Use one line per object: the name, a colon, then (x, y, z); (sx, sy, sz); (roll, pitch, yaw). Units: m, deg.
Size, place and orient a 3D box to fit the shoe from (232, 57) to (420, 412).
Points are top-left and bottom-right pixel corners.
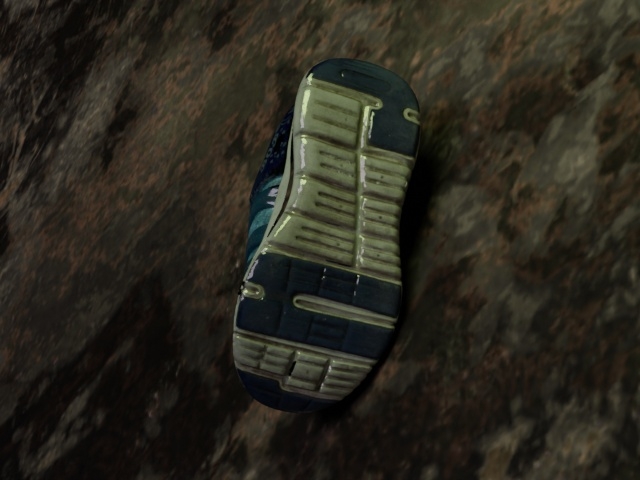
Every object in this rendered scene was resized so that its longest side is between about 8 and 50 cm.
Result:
shoe: (0.000, 0.000, 1.090); (0.106, 0.091, 0.207); (134, 149, -71)
